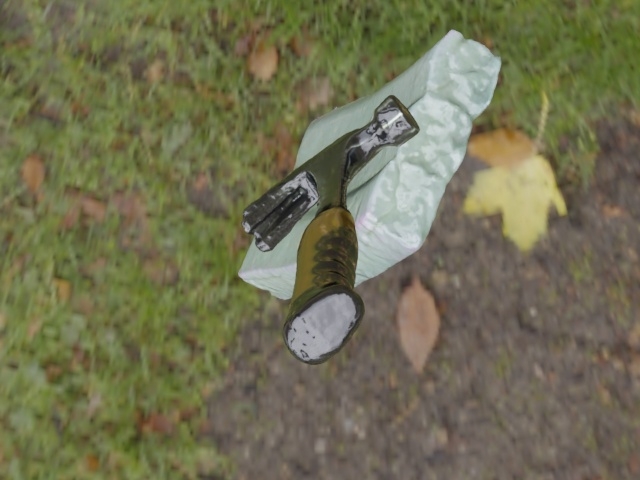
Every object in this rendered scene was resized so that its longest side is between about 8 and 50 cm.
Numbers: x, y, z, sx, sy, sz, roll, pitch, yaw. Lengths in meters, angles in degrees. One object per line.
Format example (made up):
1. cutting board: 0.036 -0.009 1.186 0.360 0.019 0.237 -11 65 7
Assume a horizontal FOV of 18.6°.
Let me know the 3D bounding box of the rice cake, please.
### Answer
1. rice cake: 0.022 -0.031 1.071 0.043 0.237 0.127 28 76 -12

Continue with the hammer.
1. hammer: 0.000 0.000 0.700 0.078 0.201 0.021 -35 103 13
